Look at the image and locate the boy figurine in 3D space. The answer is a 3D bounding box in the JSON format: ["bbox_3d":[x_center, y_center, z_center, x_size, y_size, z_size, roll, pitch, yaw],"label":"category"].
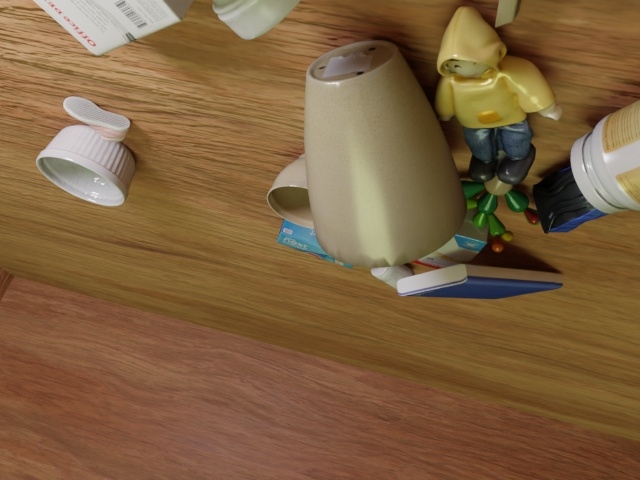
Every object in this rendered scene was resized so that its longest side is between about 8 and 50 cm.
[{"bbox_3d":[0.239,-0.192,0.694,0.177,0.092,0.285,12,159,32],"label":"boy figurine"}]

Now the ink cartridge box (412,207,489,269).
[{"bbox_3d":[0.269,0.003,1.099,0.134,0.078,0.231,15,156,4],"label":"ink cartridge box"}]

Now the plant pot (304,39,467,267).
[{"bbox_3d":[0.077,-0.143,0.755,0.257,0.256,0.274,3,135,26],"label":"plant pot"}]

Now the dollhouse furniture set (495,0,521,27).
[{"bbox_3d":[0.181,-0.286,0.564,0.081,0.091,0.114,24,162,21],"label":"dollhouse furniture set"}]

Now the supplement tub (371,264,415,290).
[{"bbox_3d":[0.195,0.087,1.330,0.107,0.071,0.071,32,151,-28],"label":"supplement tub"}]

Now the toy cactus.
[{"bbox_3d":[0.305,-0.075,0.908,0.219,0.112,0.180,21,147,10],"label":"toy cactus"}]

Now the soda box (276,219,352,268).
[{"bbox_3d":[0.000,0.000,1.275,0.210,0.067,0.071,20,155,-6],"label":"soda box"}]

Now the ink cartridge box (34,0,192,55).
[{"bbox_3d":[-0.292,-0.357,0.685,0.203,0.085,0.148,-1,150,35],"label":"ink cartridge box"}]

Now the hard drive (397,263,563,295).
[{"bbox_3d":[0.369,0.101,1.156,0.319,0.040,0.210,6,163,-31],"label":"hard drive"}]

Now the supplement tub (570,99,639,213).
[{"bbox_3d":[0.451,-0.123,0.644,0.144,0.144,0.200,26,154,-20],"label":"supplement tub"}]

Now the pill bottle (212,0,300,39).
[{"bbox_3d":[-0.147,-0.359,0.484,0.176,0.176,0.318,-8,146,42],"label":"pill bottle"}]

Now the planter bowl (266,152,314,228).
[{"bbox_3d":[-0.015,-0.108,1.008,0.162,0.109,0.162,14,154,7],"label":"planter bowl"}]

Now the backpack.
[{"bbox_3d":[0.428,-0.076,0.820,0.101,0.097,0.120,-7,163,-21],"label":"backpack"}]

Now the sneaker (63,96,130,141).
[{"bbox_3d":[-0.478,-0.251,1.064,0.134,0.051,0.070,20,150,-18],"label":"sneaker"}]

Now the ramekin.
[{"bbox_3d":[-0.544,-0.180,1.187,0.207,0.109,0.207,14,156,7],"label":"ramekin"}]
